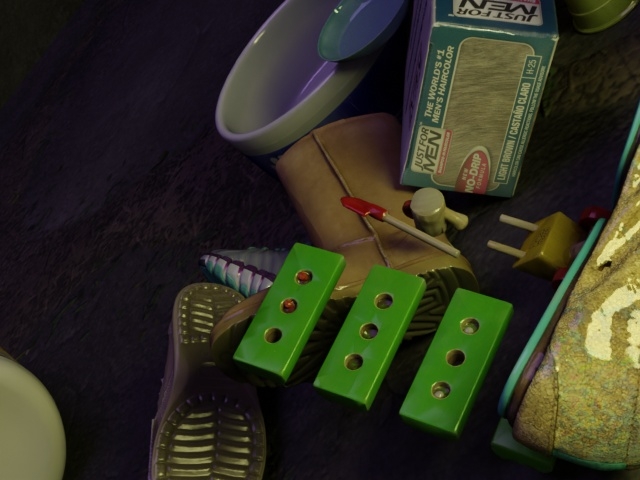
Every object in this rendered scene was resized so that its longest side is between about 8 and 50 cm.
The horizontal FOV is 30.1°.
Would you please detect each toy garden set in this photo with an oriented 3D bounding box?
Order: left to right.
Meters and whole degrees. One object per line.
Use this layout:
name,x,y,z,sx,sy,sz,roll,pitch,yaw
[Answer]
toy garden set,0.090,0.048,0.880,0.244,0.049,0.204,16,62,24

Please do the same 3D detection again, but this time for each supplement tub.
supplement tub,-0.452,0.216,1.380,0.241,0.241,0.331,-56,28,-11

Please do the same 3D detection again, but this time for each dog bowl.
dog bowl,0.008,-0.188,1.332,0.265,0.104,0.265,-36,31,26

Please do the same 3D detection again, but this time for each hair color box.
hair color box,0.139,-0.218,1.091,0.347,0.105,0.174,-83,0,-46

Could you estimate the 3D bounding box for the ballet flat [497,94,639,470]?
ballet flat,0.231,-0.007,0.782,0.123,0.123,0.348,-3,55,55

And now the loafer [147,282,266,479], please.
loafer,-0.103,0.167,1.085,0.092,0.102,0.268,107,169,-50

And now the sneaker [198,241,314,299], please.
sneaker,-0.033,0.037,1.173,0.098,0.083,0.223,-41,31,-19

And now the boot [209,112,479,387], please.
boot,0.000,0.000,1.062,0.236,0.089,0.269,-14,36,-6

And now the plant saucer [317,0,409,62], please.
plant saucer,0.048,-0.218,1.175,0.119,0.021,0.119,-32,35,26

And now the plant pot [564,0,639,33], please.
plant pot,0.242,-0.246,1.080,0.083,0.079,0.083,-36,31,25
